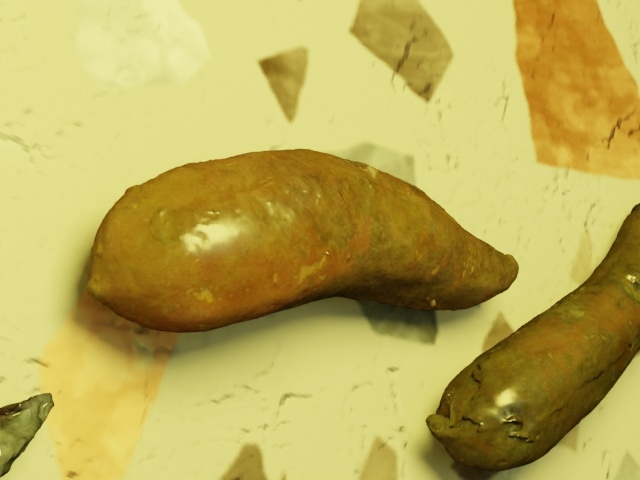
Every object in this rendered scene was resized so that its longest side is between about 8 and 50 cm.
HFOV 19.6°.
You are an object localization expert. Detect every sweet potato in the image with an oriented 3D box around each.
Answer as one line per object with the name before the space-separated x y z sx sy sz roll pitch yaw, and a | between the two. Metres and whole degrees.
sweet potato | 0.001 -0.001 1.022 0.292 0.097 0.097 -2 80 -38
sweet potato | 0.162 0.058 1.142 0.273 0.075 0.075 -39 103 -39

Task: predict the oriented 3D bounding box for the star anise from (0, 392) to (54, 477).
star anise | -0.188 0.120 0.869 0.181 0.061 0.204 3 77 -36
